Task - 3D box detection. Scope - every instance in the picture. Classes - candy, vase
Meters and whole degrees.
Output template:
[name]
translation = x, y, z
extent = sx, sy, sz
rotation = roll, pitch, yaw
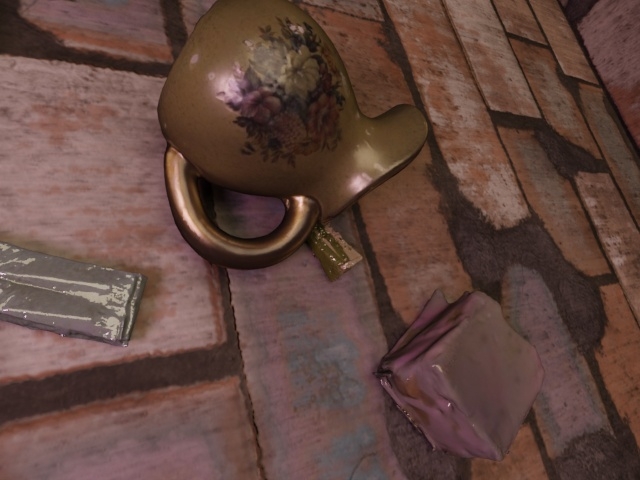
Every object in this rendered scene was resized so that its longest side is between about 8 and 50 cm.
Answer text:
[candy]
translation = 0.201, 0.188, 0.600
extent = 0.195, 0.137, 0.184
rotation = -36, 90, -34
[vase]
translation = -0.060, -0.114, 0.542
extent = 0.302, 0.241, 0.329
rotation = 32, 79, -20

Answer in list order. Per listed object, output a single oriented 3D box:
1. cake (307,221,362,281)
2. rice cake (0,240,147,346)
[cake]
translation = 0.000, 0.000, 0.635
extent = 0.051, 0.055, 0.140
rotation = -29, 68, -35
[rice cake]
translation = -0.306, 0.047, 0.426
extent = 0.226, 0.040, 0.084
rotation = 19, 61, -22
